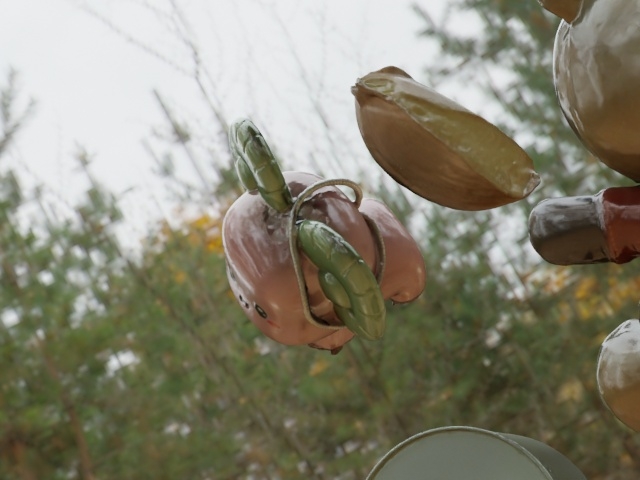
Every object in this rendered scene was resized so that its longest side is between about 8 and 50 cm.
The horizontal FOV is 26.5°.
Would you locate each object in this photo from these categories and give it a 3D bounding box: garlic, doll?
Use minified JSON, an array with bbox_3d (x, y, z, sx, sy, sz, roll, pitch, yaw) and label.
[{"bbox_3d":[0.104,-0.093,1.279,0.087,0.196,0.101,-60,12,-24],"label":"garlic"},{"bbox_3d":[0.000,0.000,1.487,0.216,0.284,0.268,-33,-25,-12],"label":"doll"},{"bbox_3d":[0.241,-0.042,0.809,0.235,0.329,0.174,-6,-1,-9],"label":"doll"}]

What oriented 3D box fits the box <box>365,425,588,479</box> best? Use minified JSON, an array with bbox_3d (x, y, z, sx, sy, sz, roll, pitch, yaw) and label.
[{"bbox_3d":[0.161,0.300,1.341,0.226,0.226,0.149,-34,-24,18],"label":"box"}]
